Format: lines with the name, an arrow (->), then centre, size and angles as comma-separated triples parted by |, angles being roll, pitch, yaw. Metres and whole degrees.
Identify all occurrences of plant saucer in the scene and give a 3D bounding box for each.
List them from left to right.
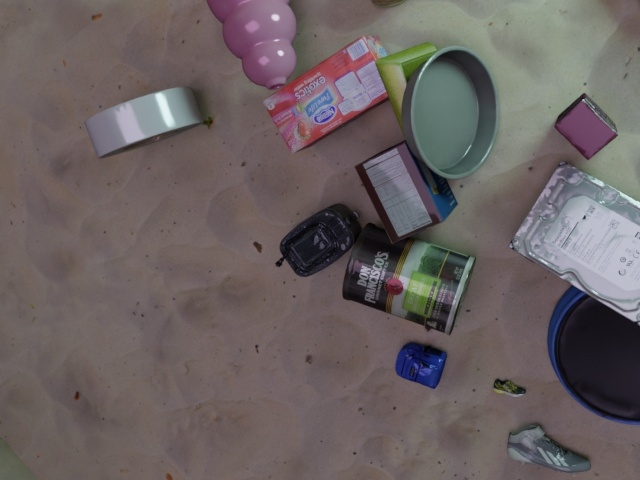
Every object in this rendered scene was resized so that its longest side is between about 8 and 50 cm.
plant saucer -> 0.235, -0.352, 1.694 | 0.045, 0.188, 0.188 | -13, 102, 55

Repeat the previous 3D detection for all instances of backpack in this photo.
backpack -> 0.254, 0.319, 1.917 | 0.120, 0.101, 0.098 | 19, 103, 18

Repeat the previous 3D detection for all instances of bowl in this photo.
bowl -> 0.733, 0.252, 1.736 | 0.391, 0.077, 0.391 | 5, 107, 19

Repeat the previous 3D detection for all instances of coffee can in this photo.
coffee can -> 0.217, 0.092, 1.812 | 0.275, 0.201, 0.201 | 18, 110, 14

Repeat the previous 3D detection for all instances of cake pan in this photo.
cake pan -> 0.290, -0.284, 1.661 | 0.054, 0.293, 0.293 | 10, 111, 51

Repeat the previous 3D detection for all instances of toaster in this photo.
toaster -> 0.000, 0.000, 1.895 | 0.227, 0.146, 0.129 | -36, 89, 24

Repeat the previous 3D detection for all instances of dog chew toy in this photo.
dog chew toy -> -0.148, -0.518, 1.754 | 0.206, 0.206, 0.332 | -19, 84, 23

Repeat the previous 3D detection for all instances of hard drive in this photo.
hard drive -> 0.629, 0.003, 1.662 | 0.339, 0.064, 0.237 | 34, 101, 20

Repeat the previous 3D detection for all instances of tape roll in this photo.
tape roll -> -0.450, -0.302, 1.903 | 0.286, 0.286, 0.100 | -16, 98, 23

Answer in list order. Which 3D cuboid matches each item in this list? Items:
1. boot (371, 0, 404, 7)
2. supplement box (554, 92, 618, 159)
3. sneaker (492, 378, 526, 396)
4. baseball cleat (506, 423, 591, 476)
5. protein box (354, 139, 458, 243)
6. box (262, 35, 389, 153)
boot -> 0.191, -0.589, 1.653 | 0.213, 0.165, 0.077 | -19, 97, 22
supplement box -> 0.571, -0.248, 1.596 | 0.104, 0.188, 0.081 | 46, 115, 3
sneaker -> 0.480, 0.374, 1.885 | 0.083, 0.031, 0.035 | 5, 106, 19
baseball cleat -> 0.577, 0.526, 1.871 | 0.206, 0.072, 0.109 | 4, 99, 15
protein box -> 0.208, -0.129, 1.754 | 0.136, 0.200, 0.201 | -24, 95, 24
box -> 0.036, -0.350, 1.788 | 0.300, 0.142, 0.154 | -29, 93, 25
